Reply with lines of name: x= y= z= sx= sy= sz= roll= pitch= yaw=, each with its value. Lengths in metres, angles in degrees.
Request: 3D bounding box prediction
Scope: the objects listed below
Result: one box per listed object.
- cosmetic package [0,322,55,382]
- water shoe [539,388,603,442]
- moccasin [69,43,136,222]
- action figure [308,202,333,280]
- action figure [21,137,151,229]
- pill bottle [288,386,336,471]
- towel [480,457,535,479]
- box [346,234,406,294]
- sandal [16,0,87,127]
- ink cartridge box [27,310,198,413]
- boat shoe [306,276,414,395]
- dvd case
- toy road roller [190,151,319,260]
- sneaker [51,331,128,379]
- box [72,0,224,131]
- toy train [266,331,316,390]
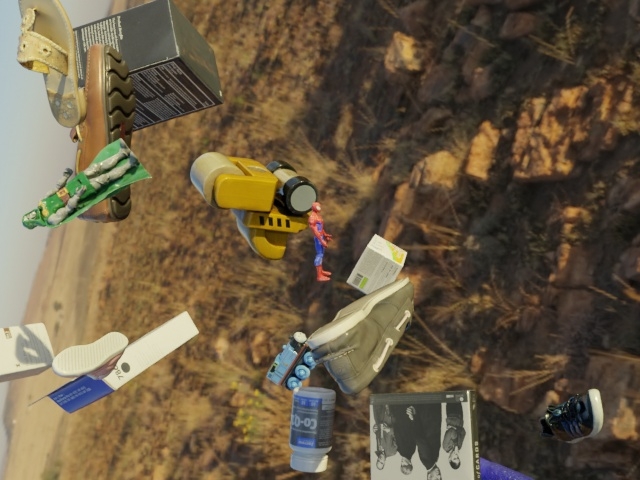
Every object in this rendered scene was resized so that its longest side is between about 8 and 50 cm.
cosmetic package: x=-0.758 y=0.272 z=1.600 sx=0.085 sy=0.231 sz=0.117 roll=-30 pitch=77 yaw=27
water shoe: x=0.464 y=0.335 z=1.265 sx=0.203 sy=0.080 sz=0.073 roll=88 pitch=-175 yaw=-56
moccasin: x=-0.484 y=-0.230 z=1.468 sx=0.139 sy=0.146 sz=0.380 roll=-38 pitch=-48 yaw=-72
action figure: x=0.000 y=0.000 z=0.997 sx=0.038 sy=0.030 sz=0.115 roll=-61 pitch=-37 yaw=-69
action figure: x=-0.436 y=-0.092 z=1.228 sx=0.137 sy=0.232 sz=0.063 roll=43 pitch=166 yaw=38
pill bottle: x=-0.016 y=0.334 z=1.206 sx=0.078 sy=0.078 sz=0.137 roll=172 pitch=103 yaw=-68
towel: x=0.324 y=0.487 z=1.264 sx=0.308 sy=0.228 sz=0.076 roll=15 pitch=55 yaw=37
box: x=0.151 y=0.068 z=1.777 sx=0.114 sy=0.103 sz=0.203 roll=-61 pitch=-5 yaw=12
sandal: x=-0.444 y=-0.287 z=1.087 sx=0.079 sy=0.088 sz=0.240 roll=-60 pitch=-31 yaw=-54
ink cartridge box: x=-0.408 y=0.257 z=1.377 sx=0.165 sy=0.332 sz=0.065 roll=-29 pitch=91 yaw=33
boat shoe: x=0.078 y=0.140 z=1.043 sx=0.112 sy=0.335 sz=0.096 roll=-27 pitch=88 yaw=25
dvd case: x=0.151 y=0.345 z=0.999 sx=0.179 sy=0.029 sz=0.239 roll=-12 pitch=71 yaw=38
toy road roller: x=-0.180 y=-0.083 z=1.783 sx=0.202 sy=0.329 sz=0.241 roll=43 pitch=122 yaw=57
sneaker: x=-0.356 y=0.192 z=1.036 sx=0.070 sy=0.051 sz=0.134 roll=-58 pitch=-17 yaw=26
box: x=-0.447 y=-0.444 z=1.757 sx=0.296 sy=0.293 sz=0.183 roll=41 pitch=-144 yaw=-73
toy train: x=-0.067 y=0.331 z=1.864 sx=0.184 sy=0.105 sz=0.080 roll=-59 pitch=-4 yaw=25
